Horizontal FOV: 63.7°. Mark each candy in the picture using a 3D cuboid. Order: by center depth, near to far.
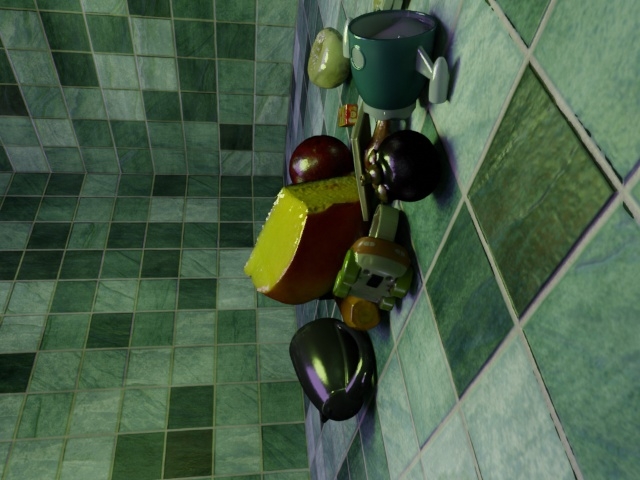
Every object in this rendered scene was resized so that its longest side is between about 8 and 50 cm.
[{"bbox_3d":[0.087,-0.398,1.651,0.122,0.037,0.062,-142,52,-78],"label":"candy"}]

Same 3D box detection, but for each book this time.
[{"bbox_3d":[0.109,-0.190,1.244,0.170,0.018,0.242,-74,-21,-44],"label":"book"}]

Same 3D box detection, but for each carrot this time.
[{"bbox_3d":[0.096,0.163,1.405,0.302,0.113,0.114,-125,36,-81],"label":"carrot"}]

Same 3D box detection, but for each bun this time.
[{"bbox_3d":[0.041,-0.593,1.675,0.193,0.127,0.179,121,149,-51],"label":"bun"}]

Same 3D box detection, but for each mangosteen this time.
[{"bbox_3d":[0.145,-0.132,0.955,0.137,0.151,0.137,-20,-90,-78],"label":"mangosteen"},{"bbox_3d":[0.023,-0.210,1.627,0.257,0.215,0.215,47,148,27],"label":"mangosteen"}]

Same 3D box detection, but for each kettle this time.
[{"bbox_3d":[0.050,0.370,1.503,0.269,0.207,0.290,-57,28,18],"label":"kettle"}]

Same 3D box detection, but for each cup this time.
[{"bbox_3d":[0.135,-0.333,0.997,0.300,0.167,0.173,45,150,40],"label":"cup"}]

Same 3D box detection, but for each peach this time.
[{"bbox_3d":[0.000,0.000,1.393,0.242,0.306,0.381,37,104,42],"label":"peach"}]

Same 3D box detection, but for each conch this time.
[{"bbox_3d":[0.133,-0.193,1.151,0.086,0.080,0.233,-79,-24,-54],"label":"conch"}]

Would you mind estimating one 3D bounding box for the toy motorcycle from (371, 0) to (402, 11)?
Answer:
[{"bbox_3d":[0.154,-0.567,1.135,0.229,0.074,0.151,98,171,-56],"label":"toy motorcycle"}]

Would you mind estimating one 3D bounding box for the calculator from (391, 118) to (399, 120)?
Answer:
[{"bbox_3d":[0.154,-0.360,1.126,0.121,0.039,0.211,45,141,43],"label":"calculator"}]

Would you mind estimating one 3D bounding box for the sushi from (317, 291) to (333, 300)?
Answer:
[{"bbox_3d":[-0.015,0.049,1.758,0.215,0.212,0.227,-106,18,-57],"label":"sushi"}]

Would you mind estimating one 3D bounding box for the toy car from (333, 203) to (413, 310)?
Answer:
[{"bbox_3d":[0.130,0.029,1.179,0.235,0.145,0.235,-164,90,-89],"label":"toy car"}]
